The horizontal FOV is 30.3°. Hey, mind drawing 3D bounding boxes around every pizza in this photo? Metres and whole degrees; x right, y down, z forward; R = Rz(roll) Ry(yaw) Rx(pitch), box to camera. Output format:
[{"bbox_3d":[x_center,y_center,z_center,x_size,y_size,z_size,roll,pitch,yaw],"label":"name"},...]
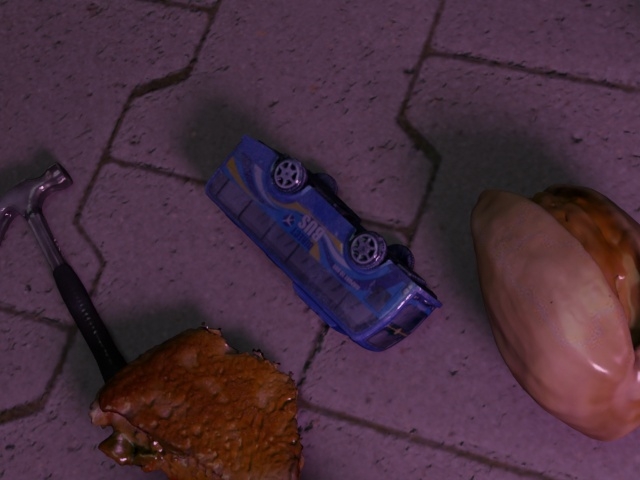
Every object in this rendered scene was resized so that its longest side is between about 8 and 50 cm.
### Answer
[{"bbox_3d":[-0.086,0.163,1.022,0.226,0.069,0.147,24,54,20],"label":"pizza"}]

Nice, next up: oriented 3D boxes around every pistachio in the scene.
[{"bbox_3d":[0.204,0.047,0.950,0.157,0.157,0.230,-26,57,4],"label":"pistachio"}]

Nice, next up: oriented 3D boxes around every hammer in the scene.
[{"bbox_3d":[-0.248,0.043,1.138,0.103,0.029,0.246,-32,64,1],"label":"hammer"}]

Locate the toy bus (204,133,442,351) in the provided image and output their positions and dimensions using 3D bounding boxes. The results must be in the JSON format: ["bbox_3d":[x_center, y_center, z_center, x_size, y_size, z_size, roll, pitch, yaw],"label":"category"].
[{"bbox_3d":[0.000,0.002,1.061,0.236,0.079,0.094,44,101,27],"label":"toy bus"}]
